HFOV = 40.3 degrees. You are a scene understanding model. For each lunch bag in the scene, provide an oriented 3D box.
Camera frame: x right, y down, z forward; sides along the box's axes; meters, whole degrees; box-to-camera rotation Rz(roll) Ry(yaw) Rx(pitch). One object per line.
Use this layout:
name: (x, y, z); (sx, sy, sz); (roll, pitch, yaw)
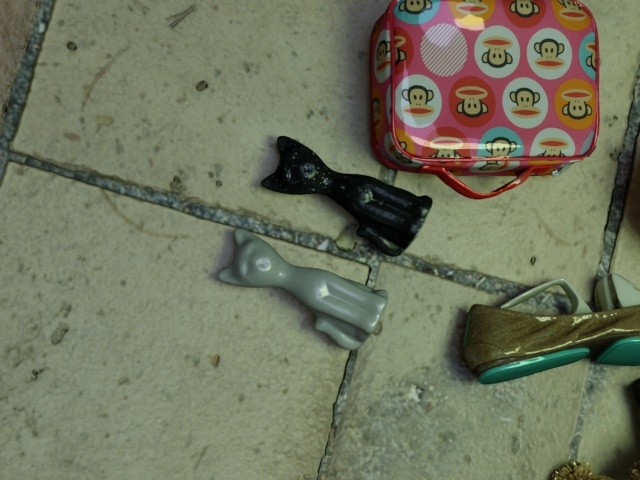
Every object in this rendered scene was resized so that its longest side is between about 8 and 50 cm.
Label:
lunch bag: (0.212, -0.181, 1.118); (0.293, 0.120, 0.258); (1, 85, -12)

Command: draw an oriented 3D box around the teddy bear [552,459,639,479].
teddy bear: (0.445, 0.349, 1.048); (0.338, 0.113, 0.245); (-31, 71, 28)

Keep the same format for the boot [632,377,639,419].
boot: (0.580, 0.266, 1.100); (0.338, 0.118, 0.223); (-12, 85, 29)

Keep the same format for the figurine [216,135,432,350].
figurine: (0.000, 0.000, 1.081); (0.209, 0.092, 0.215); (26, 80, 0)

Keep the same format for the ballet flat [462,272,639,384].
ballet flat: (0.346, 0.107, 1.135); (0.342, 0.116, 0.124); (-5, 66, -8)
